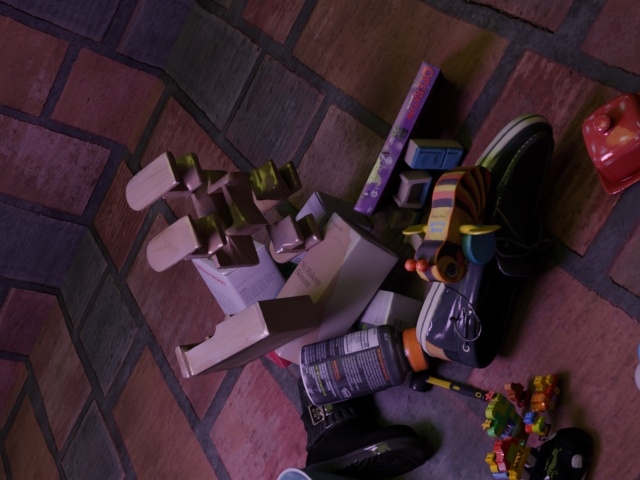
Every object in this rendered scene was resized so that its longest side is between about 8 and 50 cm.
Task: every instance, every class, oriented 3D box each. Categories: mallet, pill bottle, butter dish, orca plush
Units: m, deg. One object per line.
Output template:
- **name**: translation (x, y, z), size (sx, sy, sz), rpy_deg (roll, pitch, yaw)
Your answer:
- **mallet**: translation (0.257, 0.279, 1.689), size (0.190, 0.039, 0.062), rpy_deg (-1, 72, 47)
- **pill bottle**: translation (0.091, 0.246, 1.716), size (0.246, 0.130, 0.130), rpy_deg (-16, 57, 11)
- **butter dish**: translation (0.518, -0.188, 1.475), size (0.160, 0.118, 0.160), rpy_deg (-37, 49, 39)
- **orca plush**: translation (0.344, 0.433, 1.446), size (0.287, 0.102, 0.151), rpy_deg (-50, 41, 27)

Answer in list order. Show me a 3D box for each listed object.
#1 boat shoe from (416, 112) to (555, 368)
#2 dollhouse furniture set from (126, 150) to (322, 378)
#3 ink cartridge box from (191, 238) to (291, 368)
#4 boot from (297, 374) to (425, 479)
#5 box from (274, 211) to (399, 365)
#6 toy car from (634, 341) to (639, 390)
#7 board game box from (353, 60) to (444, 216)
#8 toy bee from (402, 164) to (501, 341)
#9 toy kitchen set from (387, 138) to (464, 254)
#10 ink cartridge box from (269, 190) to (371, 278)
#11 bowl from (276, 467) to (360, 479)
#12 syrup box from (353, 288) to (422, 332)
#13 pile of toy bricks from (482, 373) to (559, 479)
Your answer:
- **boat shoe**: translation (0.338, 0.011, 1.581), size (0.156, 0.187, 0.500), rpy_deg (30, 104, 43)
- **dollhouse furniture set**: translation (-0.200, 0.047, 1.750), size (0.256, 0.362, 0.394), rpy_deg (-31, 72, 36)
- **ink cartridge box**: translation (-0.164, 0.135, 2.060), size (0.131, 0.306, 0.226), rpy_deg (-37, 31, -19)
- **boot**: translation (0.072, 0.371, 1.805), size (0.348, 0.131, 0.260), rpy_deg (-27, 52, 41)
- **box**: translation (0.014, 0.112, 1.830), size (0.311, 0.121, 0.148), rpy_deg (-57, 33, 7)
- **toy car**: translation (0.544, 0.198, 1.258), size (0.159, 0.136, 0.182), rpy_deg (-52, 40, 25)
- **board game box**: translation (0.179, -0.221, 1.887), size (0.056, 0.208, 0.346), rpy_deg (27, 101, 11)
- **toy bee**: translation (0.225, 0.010, 1.453), size (0.195, 0.162, 0.298), rpy_deg (-29, 63, 44)
- **toy kitchen set**: translation (0.250, -0.088, 1.815), size (0.166, 0.122, 0.207), rpy_deg (56, 139, 47)
- **ink cartridge box**: translation (0.000, 0.000, 2.039), size (0.208, 0.153, 0.087), rpy_deg (-54, 40, 24)
- **bowl**: translation (0.036, 0.597, 1.686), size (0.311, 0.163, 0.311), rpy_deg (10, 101, 63)
- **syrup box**: translation (0.106, 0.153, 1.884), size (0.237, 0.093, 0.096), rpy_deg (6, 80, 53)
- **pile of toy bricks**: translation (0.323, 0.304, 1.461), size (0.118, 0.105, 0.212), rpy_deg (-23, 29, 53)
